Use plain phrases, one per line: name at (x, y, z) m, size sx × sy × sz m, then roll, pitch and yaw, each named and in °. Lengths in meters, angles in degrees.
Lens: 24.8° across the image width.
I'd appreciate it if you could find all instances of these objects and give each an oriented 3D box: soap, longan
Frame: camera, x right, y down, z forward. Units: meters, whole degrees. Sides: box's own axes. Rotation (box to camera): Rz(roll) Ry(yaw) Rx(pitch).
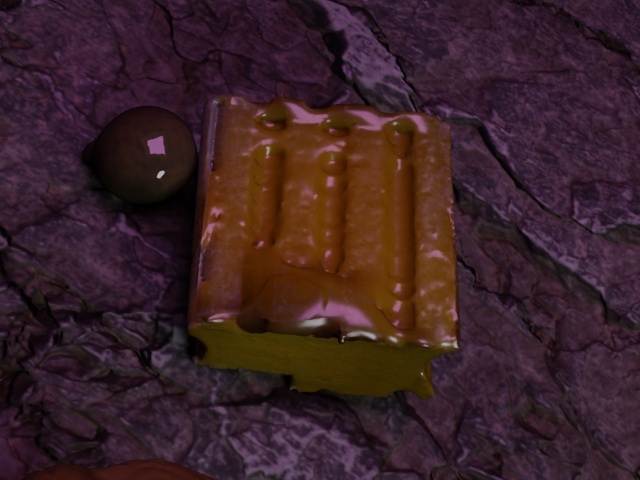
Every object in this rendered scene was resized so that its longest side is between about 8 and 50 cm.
soap at (0.000, 0.000, 1.437) m, size 0.259 × 0.143 × 0.281 m, roll 7°, pitch 59°, yaw -7°
longan at (-0.179, -0.086, 1.445) m, size 0.119 × 0.106 × 0.106 m, roll 7°, pitch 37°, yaw 28°

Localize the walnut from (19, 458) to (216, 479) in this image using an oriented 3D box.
walnut at (-0.141, 0.315, 1.033) m, size 0.306 × 0.306 × 0.344 m, roll -12°, pitch 58°, yaw -38°
